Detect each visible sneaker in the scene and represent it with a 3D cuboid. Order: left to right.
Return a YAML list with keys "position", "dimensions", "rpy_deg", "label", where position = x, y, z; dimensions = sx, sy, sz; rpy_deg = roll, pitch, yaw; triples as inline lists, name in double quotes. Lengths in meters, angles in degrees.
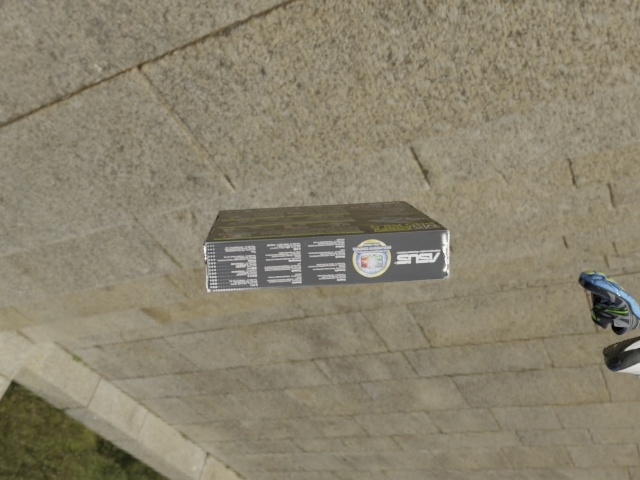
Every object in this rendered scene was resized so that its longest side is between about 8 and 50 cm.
- position: [0.522, 0.119, 1.072]
  dimensions: [0.078, 0.067, 0.188]
  rpy_deg: [-44, 122, 14]
  label: "sneaker"
- position: [0.228, 0.081, 0.376]
  dimensions: [0.109, 0.043, 0.040]
  rpy_deg: [4, 159, -21]
  label: "sneaker"

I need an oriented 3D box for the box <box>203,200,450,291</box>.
- position: [0.000, 0.000, 0.744]
  dimensions: [0.270, 0.216, 0.060]
  rpy_deg: [-3, 103, -5]
  label: "box"
